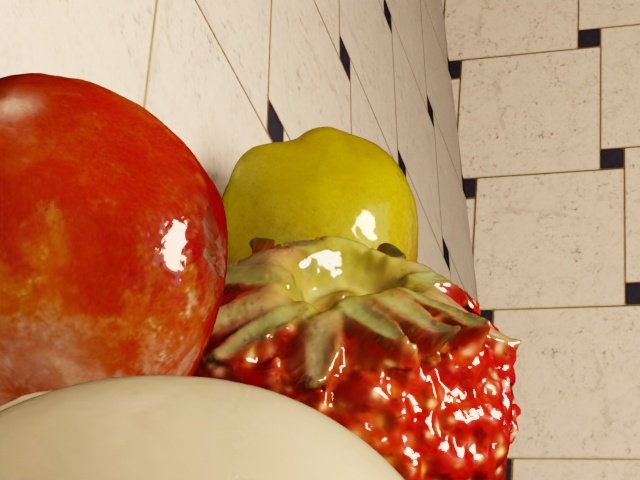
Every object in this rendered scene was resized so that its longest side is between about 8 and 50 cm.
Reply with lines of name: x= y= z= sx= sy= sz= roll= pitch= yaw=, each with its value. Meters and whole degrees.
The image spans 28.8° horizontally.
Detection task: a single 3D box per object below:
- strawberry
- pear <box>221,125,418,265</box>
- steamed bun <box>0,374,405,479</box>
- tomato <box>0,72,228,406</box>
strawberry: x=0.007 y=0.172 z=0.938 sx=0.292 sy=0.292 sz=0.343 roll=-65 pitch=162 yaw=-66
pear: x=0.000 y=0.000 z=1.123 sx=0.200 sy=0.200 sz=0.200 roll=-11 pitch=90 yaw=-76
steamed bun: x=-0.060 y=0.240 z=0.478 sx=0.334 sy=0.334 sz=0.374 roll=-25 pitch=97 yaw=-75
tomato: x=-0.123 y=0.015 z=0.742 sx=0.233 sy=0.140 sz=0.200 roll=65 pitch=26 yaw=-44
